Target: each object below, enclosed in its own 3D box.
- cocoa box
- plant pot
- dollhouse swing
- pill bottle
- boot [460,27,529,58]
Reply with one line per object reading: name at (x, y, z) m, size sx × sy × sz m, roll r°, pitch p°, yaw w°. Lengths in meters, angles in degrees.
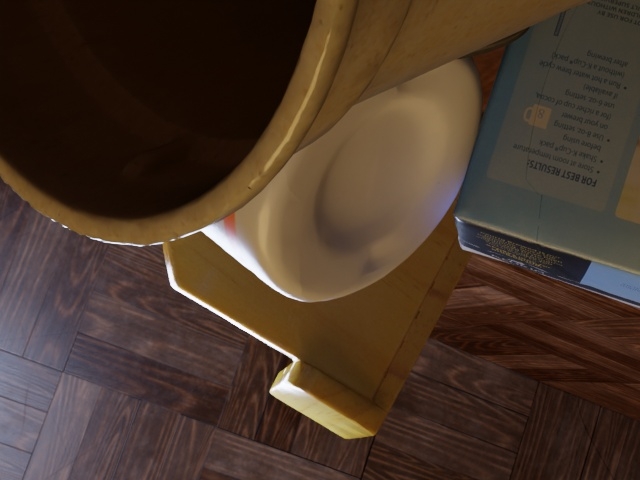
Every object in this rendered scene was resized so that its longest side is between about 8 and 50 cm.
cocoa box at (0.295, -0.057, 1.048) m, size 0.347 × 0.231 × 0.228 m, roll 18°, pitch 177°, yaw 9°
plant pot at (0.005, -0.196, 0.630) m, size 0.305 × 0.334 × 0.334 m, roll -19°, pitch -163°, yaw -41°
dollhouse swing at (0.000, 0.000, 1.596) m, size 0.305 × 0.347 × 0.315 m, roll 29°, pitch 168°, yaw -2°
pill bottle at (-0.085, -0.142, 1.105) m, size 0.392 × 0.224 × 0.224 m, roll 37°, pitch 180°, yaw 33°
boot at (0.038, -0.236, 0.864) m, size 0.263 × 0.091 × 0.229 m, roll 11°, pitch 134°, yaw -10°
